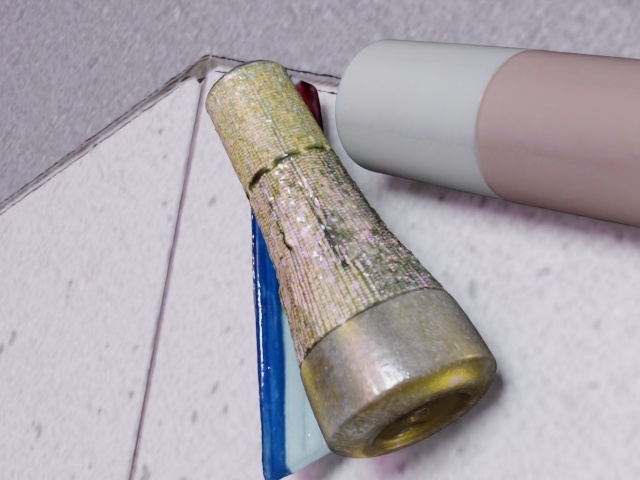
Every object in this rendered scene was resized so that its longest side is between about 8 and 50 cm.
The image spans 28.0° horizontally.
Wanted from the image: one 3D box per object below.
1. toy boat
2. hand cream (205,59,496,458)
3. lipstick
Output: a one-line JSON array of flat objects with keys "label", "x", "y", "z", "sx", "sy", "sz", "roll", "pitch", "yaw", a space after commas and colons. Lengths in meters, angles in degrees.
[{"label": "toy boat", "x": -0.014, "y": 0.013, "z": 0.665, "sx": 0.046, "sy": 0.080, "sz": 0.229, "roll": -8, "pitch": 60, "yaw": 4}, {"label": "hand cream", "x": 0.000, "y": 0.000, "z": 0.603, "sx": 0.084, "sy": 0.084, "sz": 0.203, "roll": -41, "pitch": 63, "yaw": 24}, {"label": "lipstick", "x": 0.115, "y": -0.045, "z": 0.555, "sx": 0.254, "sy": 0.070, "sz": 0.070, "roll": 15, "pitch": 83, "yaw": 47}]
